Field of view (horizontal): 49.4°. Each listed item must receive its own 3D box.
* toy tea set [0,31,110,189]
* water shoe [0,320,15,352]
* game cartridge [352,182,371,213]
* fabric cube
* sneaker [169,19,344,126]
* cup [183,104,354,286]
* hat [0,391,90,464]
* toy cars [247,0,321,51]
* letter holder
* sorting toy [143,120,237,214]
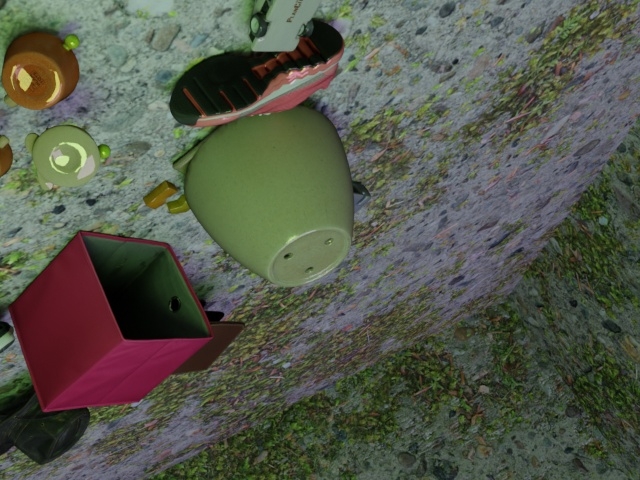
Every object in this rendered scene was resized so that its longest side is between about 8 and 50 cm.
[{"bbox_3d":[-0.460,-0.165,0.929,0.335,0.124,0.200,-7,116,-10],"label":"toy tea set"},{"bbox_3d":[-0.651,0.172,1.368,0.073,0.080,0.203,-42,-160,-28],"label":"water shoe"},{"bbox_3d":[-0.057,-0.065,1.647,0.230,0.068,0.355,-39,157,27],"label":"game cartridge"},{"bbox_3d":[-0.427,0.169,1.428,0.258,0.254,0.259,-42,154,22],"label":"fabric cube"},{"bbox_3d":[-0.098,-0.249,1.178,0.313,0.116,0.136,-25,157,-13],"label":"sneaker"},{"bbox_3d":[-0.067,-0.053,1.325,0.330,0.237,0.331,-19,147,-13],"label":"cup"},{"bbox_3d":[-0.686,0.478,1.780,0.331,0.134,0.331,-42,171,-8],"label":"hat"},{"bbox_3d":[-0.071,-0.407,0.950,0.176,0.087,0.394,-27,159,3],"label":"toy cars"},{"bbox_3d":[-0.366,0.216,1.723,0.214,0.152,0.301,-46,152,27],"label":"letter holder"},{"bbox_3d":[-0.186,-0.138,1.378,0.307,0.041,0.229,-37,155,12],"label":"sorting toy"}]
